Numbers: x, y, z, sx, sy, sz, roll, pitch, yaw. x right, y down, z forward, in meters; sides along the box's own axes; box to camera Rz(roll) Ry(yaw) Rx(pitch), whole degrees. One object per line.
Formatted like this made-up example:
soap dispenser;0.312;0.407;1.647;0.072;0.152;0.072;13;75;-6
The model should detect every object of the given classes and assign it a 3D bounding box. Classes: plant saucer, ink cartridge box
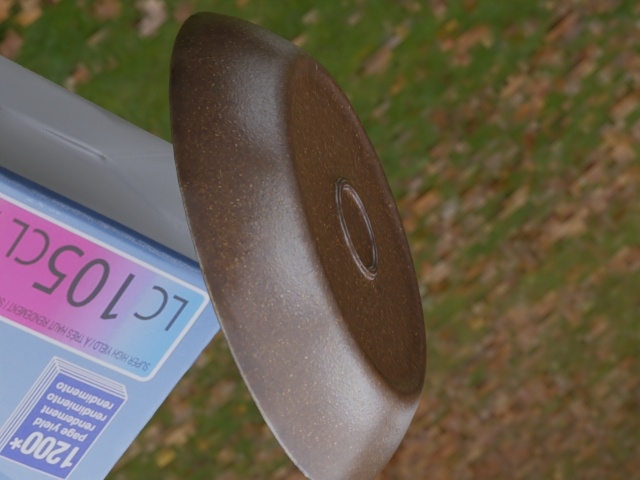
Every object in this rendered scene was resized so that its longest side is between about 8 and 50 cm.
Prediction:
plant saucer;0.000;0.000;0.777;0.036;0.198;0.198;-18;169;17
ink cartridge box;-0.264;0.084;1.007;0.270;0.151;0.395;27;112;-28
